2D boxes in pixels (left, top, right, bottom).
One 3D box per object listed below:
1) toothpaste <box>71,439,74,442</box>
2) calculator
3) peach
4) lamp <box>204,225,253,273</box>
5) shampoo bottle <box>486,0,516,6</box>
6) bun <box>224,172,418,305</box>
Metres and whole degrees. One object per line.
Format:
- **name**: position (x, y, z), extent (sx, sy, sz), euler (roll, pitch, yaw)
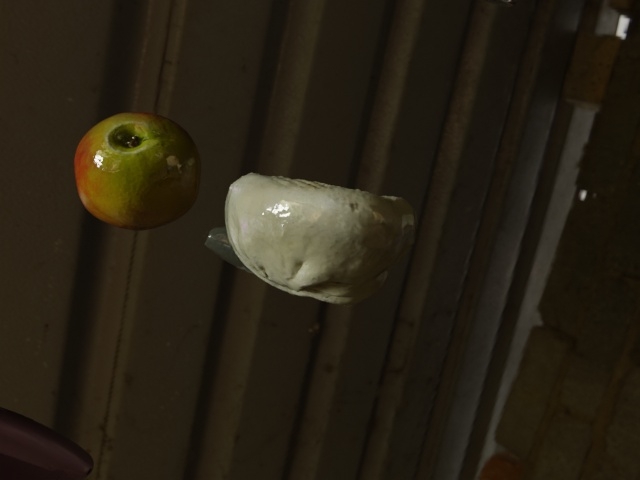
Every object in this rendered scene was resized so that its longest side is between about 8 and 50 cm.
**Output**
- **toothpaste**: position (-0.526, 0.400, 1.446), extent (0.070, 0.044, 0.193), euler (-49, -5, 1)
- **calculator**: position (-0.412, 0.287, 0.904), extent (0.194, 0.043, 0.294), euler (-54, -45, -4)
- **peach**: position (-0.327, -0.123, 1.400), extent (0.231, 0.231, 0.230), euler (-22, -58, -40)
- **lamp**: position (-0.057, 0.019, 1.222), extent (0.250, 0.101, 0.101), euler (12, -80, -14)
- **shampoo bottle**: position (0.216, -0.356, 0.788), extent (0.056, 0.086, 0.227), euler (19, -76, -11)
- **bun**: position (0.000, 0.000, 0.863), extent (0.231, 0.231, 0.133), euler (6, -86, -49)
